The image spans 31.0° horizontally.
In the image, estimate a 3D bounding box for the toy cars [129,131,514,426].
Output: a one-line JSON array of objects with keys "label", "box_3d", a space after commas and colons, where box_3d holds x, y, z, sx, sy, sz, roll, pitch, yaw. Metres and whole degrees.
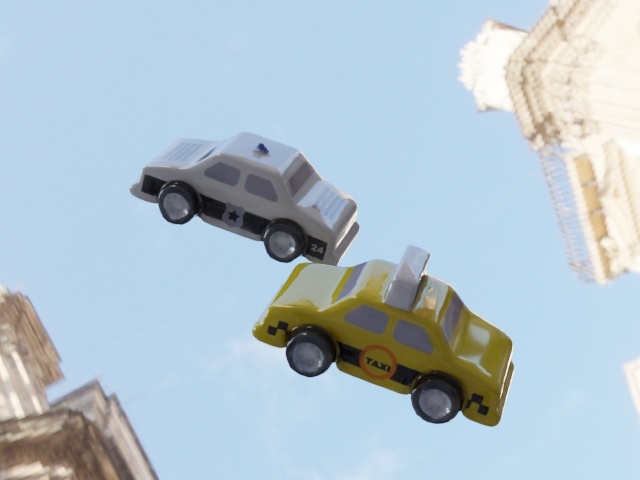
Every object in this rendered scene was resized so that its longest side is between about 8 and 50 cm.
[{"label": "toy cars", "box_3d": [0.000, 0.000, 0.889, 0.176, 0.394, 0.087, -5, -57, -35]}]
